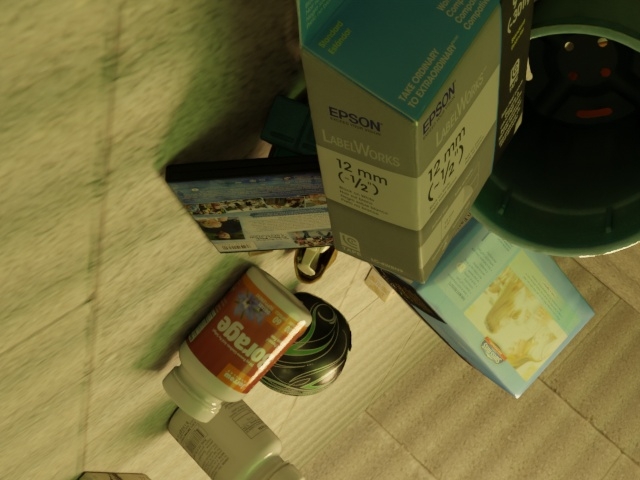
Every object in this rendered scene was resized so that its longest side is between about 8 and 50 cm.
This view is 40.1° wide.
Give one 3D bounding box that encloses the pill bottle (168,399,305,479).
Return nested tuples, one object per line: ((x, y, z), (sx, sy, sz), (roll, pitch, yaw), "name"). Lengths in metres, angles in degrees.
((-0.141, 0.360, 1.500), (0.131, 0.229, 0.131), (-42, 163, -16), "pill bottle")

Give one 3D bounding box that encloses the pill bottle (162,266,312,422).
((-0.124, 0.153, 1.262), (0.216, 0.121, 0.121), (-49, 163, 3), "pill bottle")

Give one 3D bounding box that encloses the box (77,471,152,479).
((-0.334, 0.455, 1.455), (0.094, 0.113, 0.275), (-47, 165, -5), "box")

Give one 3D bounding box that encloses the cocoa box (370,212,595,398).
((0.291, 0.079, 1.632), (0.231, 0.228, 0.347), (-47, 118, -5), "cocoa box")

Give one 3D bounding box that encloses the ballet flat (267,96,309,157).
((0.067, -0.181, 1.044), (0.342, 0.116, 0.124), (-52, -178, 2), "ballet flat")

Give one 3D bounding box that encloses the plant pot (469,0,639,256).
((0.378, -0.209, 1.283), (0.341, 0.341, 0.334), (-62, 178, 40), "plant pot")

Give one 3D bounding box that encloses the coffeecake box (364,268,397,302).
((0.185, 0.024, 1.815), (0.142, 0.068, 0.185), (-32, 157, -39), "coffeecake box")

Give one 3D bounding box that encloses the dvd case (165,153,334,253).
((-0.053, -0.036, 0.987), (0.181, 0.022, 0.253), (-4, 162, 5), "dvd case")

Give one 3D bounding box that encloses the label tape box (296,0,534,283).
((0.101, -0.161, 0.808), (0.249, 0.115, 0.347), (-55, 156, -28), "label tape box")

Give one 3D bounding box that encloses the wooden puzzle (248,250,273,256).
((-0.064, -0.008, 1.232), (0.116, 0.014, 0.078), (-20, 148, -56), "wooden puzzle")

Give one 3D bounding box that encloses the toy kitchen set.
((0.009, -0.189, 0.890), (0.207, 0.122, 0.166), (-69, 161, 1), "toy kitchen set")

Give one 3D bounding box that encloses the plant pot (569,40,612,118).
((0.617, -0.288, 1.855), (0.290, 0.291, 0.203), (-57, 177, 29), "plant pot")

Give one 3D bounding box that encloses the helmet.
((-0.040, 0.188, 1.509), (0.161, 0.170, 0.169), (-57, 171, -34), "helmet")

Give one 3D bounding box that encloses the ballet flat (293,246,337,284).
((0.000, 0.000, 1.273), (0.073, 0.080, 0.232), (-61, 171, -25), "ballet flat")
